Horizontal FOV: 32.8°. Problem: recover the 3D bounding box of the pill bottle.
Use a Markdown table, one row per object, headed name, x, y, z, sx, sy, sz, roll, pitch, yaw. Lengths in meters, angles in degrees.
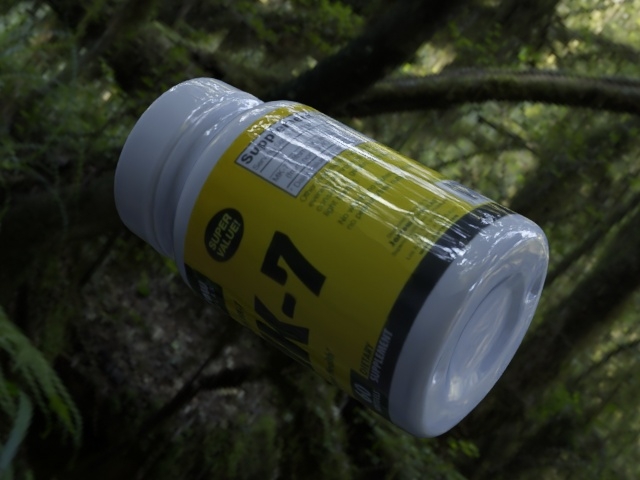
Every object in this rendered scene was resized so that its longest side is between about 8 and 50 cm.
| name | x | y | z | sx | sy | sz | roll | pitch | yaw |
| --- | --- | --- | --- | --- | --- | --- | --- | --- | --- |
| pill bottle | 0.000 | 0.000 | 0.561 | 0.208 | 0.119 | 0.119 | 30 | -5 | 28 |
